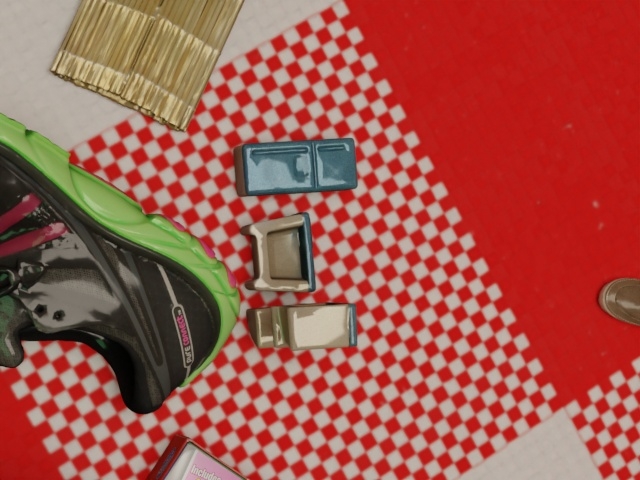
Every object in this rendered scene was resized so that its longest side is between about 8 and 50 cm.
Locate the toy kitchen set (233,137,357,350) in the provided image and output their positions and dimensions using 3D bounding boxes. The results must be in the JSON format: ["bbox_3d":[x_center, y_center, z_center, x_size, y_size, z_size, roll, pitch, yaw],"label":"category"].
[{"bbox_3d":[0.000,0.000,1.600,0.122,0.166,0.207,-5,90,-18],"label":"toy kitchen set"}]

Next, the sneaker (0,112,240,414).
[{"bbox_3d":[-0.302,0.004,1.497,0.483,0.185,0.202,31,75,-13],"label":"sneaker"}]

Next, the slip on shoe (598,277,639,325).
[{"bbox_3d":[0.372,0.075,1.780,0.135,0.041,0.051,21,82,-16],"label":"slip on shoe"}]

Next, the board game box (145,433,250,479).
[{"bbox_3d":[-0.127,0.388,1.599,0.242,0.064,0.316,36,78,-13],"label":"board game box"}]

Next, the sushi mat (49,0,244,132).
[{"bbox_3d":[-0.142,-0.279,1.642,0.151,0.019,0.316,26,80,-14],"label":"sushi mat"}]
